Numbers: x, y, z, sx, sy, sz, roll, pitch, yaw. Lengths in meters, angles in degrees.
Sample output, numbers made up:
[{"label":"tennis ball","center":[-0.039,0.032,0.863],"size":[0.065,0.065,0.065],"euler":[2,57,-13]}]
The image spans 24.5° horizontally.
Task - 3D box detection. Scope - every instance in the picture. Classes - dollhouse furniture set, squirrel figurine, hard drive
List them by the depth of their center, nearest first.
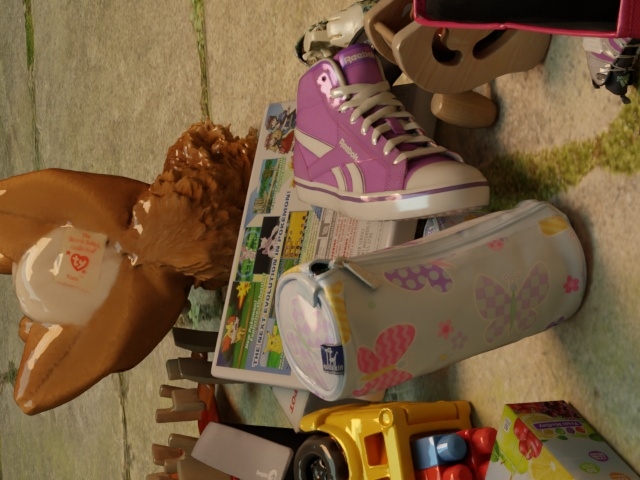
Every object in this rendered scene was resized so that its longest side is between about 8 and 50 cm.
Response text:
[{"label":"hard drive","center":[-0.029,0.246,1.664],"size":[0.255,0.172,0.054],"euler":[2,85,65]},{"label":"squirrel figurine","center":[-0.223,0.018,1.916],"size":[0.281,0.397,0.370],"euler":[65,-172,5]},{"label":"dollhouse furniture set","center":[-0.144,0.289,2.009],"size":[0.259,0.135,0.262],"euler":[-112,30,-59]}]

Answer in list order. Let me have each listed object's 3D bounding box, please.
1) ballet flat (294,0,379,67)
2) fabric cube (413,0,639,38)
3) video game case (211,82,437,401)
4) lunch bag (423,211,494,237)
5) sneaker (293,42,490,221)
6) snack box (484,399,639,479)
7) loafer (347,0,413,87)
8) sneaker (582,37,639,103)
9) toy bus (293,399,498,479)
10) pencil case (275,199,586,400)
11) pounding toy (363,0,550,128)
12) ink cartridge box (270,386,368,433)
[{"label":"ballet flat","center":[0.025,-0.228,1.648],"size":[0.188,0.070,0.070],"euler":[159,108,-64]},{"label":"fabric cube","center":[0.236,-0.258,0.963],"size":[0.259,0.258,0.254],"euler":[-158,68,-63]},{"label":"video game case","center":[0.000,0.000,1.601],"size":[0.300,0.036,0.329],"euler":[0,77,55]},{"label":"lunch bag","center":[0.136,0.014,1.410],"size":[0.053,0.071,0.083],"euler":[-164,75,-66]},{"label":"sneaker","center":[0.053,-0.105,1.401],"size":[0.282,0.102,0.161],"euler":[14,109,55]},{"label":"snack box","center":[0.213,0.264,1.256],"size":[0.207,0.070,0.174],"euler":[-129,44,-54]},{"label":"loafer","center":[0.073,-0.200,1.506],"size":[0.061,0.062,0.170],"euler":[37,105,49]},{"label":"sneaker","center":[0.249,-0.146,1.204],"size":[0.098,0.038,0.069],"euler":[162,104,-74]},{"label":"toy bus","center":[0.098,0.259,1.450],"size":[0.211,0.149,0.220],"euler":[-19,76,48]},{"label":"pencil case","center":[0.095,0.046,1.264],"size":[0.113,0.273,0.124],"euler":[23,122,57]},{"label":"pounding toy","center":[0.115,-0.231,1.347],"size":[0.155,0.154,0.269],"euler":[-130,45,-53]},{"label":"ink cartridge box","center":[-0.012,0.104,1.714],"size":[0.208,0.087,0.153],"euler":[-124,41,-50]}]
